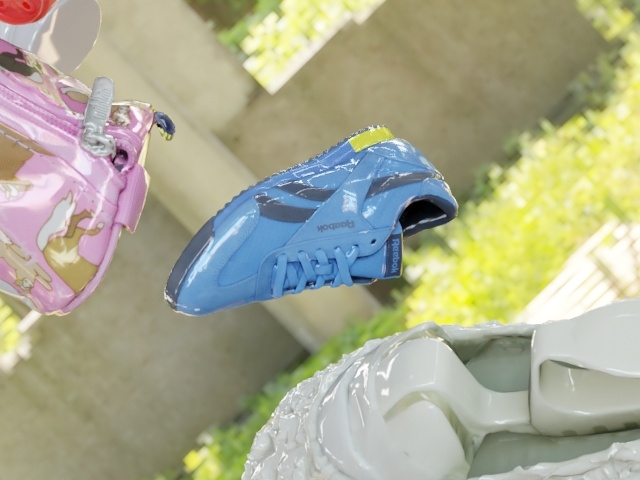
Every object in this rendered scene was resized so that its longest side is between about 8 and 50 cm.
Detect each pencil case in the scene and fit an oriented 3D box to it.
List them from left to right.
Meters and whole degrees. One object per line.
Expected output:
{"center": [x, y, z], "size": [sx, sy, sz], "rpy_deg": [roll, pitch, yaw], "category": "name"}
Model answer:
{"center": [-0.284, -0.106, 1.106], "size": [0.167, 0.386, 0.160], "rpy_deg": [-54, 15, 19], "category": "pencil case"}

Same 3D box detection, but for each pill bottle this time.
{"center": [-0.327, -0.246, 1.648], "size": [0.146, 0.264, 0.146], "rpy_deg": [-45, -24, -27], "category": "pill bottle"}

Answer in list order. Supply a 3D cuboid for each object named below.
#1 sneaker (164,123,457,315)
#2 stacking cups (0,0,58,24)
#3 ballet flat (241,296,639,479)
{"center": [0.000, 0.000, 1.099], "size": [0.209, 0.082, 0.069], "rpy_deg": [-30, -26, -36], "category": "sneaker"}
{"center": [-0.159, -0.271, 1.310], "size": [0.096, 0.096, 0.316], "rpy_deg": [-39, 13, 41], "category": "stacking cups"}
{"center": [0.123, 0.088, 1.063], "size": [0.409, 0.147, 0.147], "rpy_deg": [-11, 19, 21], "category": "ballet flat"}
